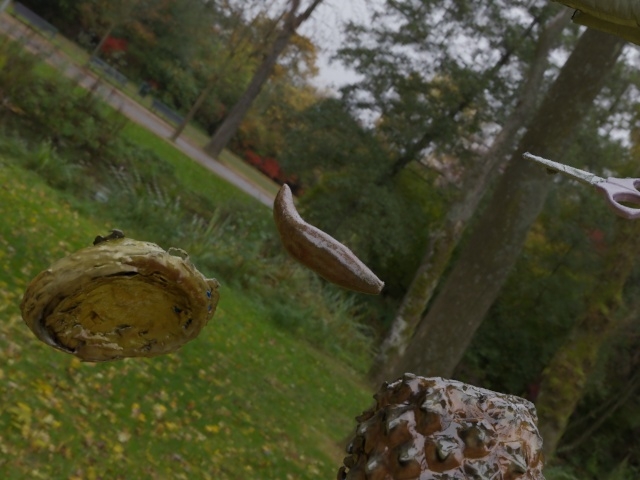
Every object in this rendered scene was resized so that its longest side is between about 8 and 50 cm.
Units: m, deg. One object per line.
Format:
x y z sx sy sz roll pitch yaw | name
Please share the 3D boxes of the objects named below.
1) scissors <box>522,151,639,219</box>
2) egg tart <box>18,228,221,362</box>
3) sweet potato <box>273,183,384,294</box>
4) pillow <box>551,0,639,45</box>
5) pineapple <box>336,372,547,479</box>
0.359 -0.077 1.008 0.110 0.021 0.212 -26 39 -37 | scissors
-0.293 0.075 1.143 0.290 0.290 0.107 33 31 -42 | egg tart
-0.010 0.004 1.140 0.255 0.078 0.058 44 -21 34 | sweet potato
0.351 -0.277 0.814 0.077 0.134 0.181 22 14 -39 | pillow
0.074 0.291 0.606 0.175 0.361 0.175 13 -13 3 | pineapple
